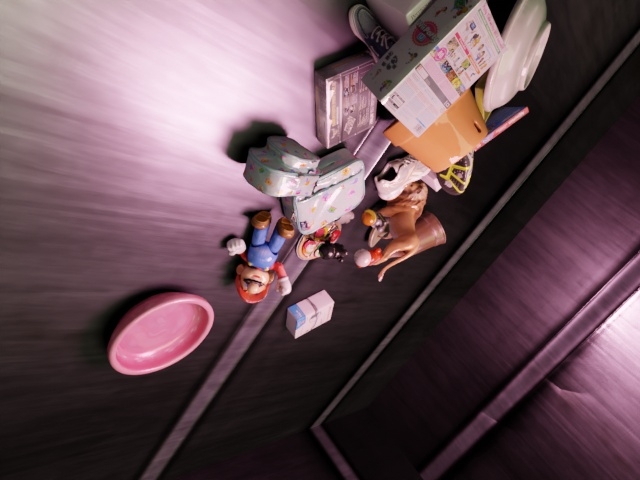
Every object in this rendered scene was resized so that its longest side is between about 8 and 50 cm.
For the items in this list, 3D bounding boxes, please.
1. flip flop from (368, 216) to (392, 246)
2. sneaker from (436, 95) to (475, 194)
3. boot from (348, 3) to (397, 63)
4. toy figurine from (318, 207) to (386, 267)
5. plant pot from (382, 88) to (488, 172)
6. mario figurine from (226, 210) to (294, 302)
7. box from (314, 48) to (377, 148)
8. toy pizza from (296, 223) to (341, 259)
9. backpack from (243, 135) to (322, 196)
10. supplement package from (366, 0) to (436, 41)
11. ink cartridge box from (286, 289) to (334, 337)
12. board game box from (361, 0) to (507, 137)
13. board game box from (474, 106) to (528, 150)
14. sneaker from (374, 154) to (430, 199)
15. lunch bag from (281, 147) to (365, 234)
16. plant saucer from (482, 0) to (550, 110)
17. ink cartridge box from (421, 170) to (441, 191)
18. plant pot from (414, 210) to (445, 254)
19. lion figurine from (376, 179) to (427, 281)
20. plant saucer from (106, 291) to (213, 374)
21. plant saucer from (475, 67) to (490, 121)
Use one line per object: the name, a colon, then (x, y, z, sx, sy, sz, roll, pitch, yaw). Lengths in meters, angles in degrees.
flip flop: (0.310, -0.061, 1.987, 0.277, 0.080, 0.112, -32, 147, -17)
sneaker: (0.511, -0.344, 1.732, 0.147, 0.145, 0.384, -29, 129, -33)
boot: (0.152, -0.510, 1.202, 0.069, 0.086, 0.190, -53, 127, -5)
toy figurine: (0.111, -0.016, 1.654, 0.148, 0.213, 0.209, 2, 99, -61)
plant pot: (0.365, -0.347, 1.455, 0.291, 0.203, 0.291, -41, -172, 7)
mario figurine: (-0.187, 0.081, 1.508, 0.170, 0.198, 0.320, -23, 142, -49)
box: (0.075, -0.392, 1.341, 0.183, 0.056, 0.230, -30, 146, -20)
toy pizza: (0.000, 0.000, 1.762, 0.201, 0.032, 0.201, -29, 147, -22)
backpack: (-0.105, -0.193, 1.278, 0.189, 0.166, 0.144, -17, 138, -42)
supplement package: (0.262, -0.563, 1.224, 0.177, 0.175, 0.293, -43, 149, 5)
ink cartridge box: (-0.046, 0.313, 2.049, 0.191, 0.082, 0.139, -23, 144, -27)
board game box: (0.279, -0.425, 1.160, 0.303, 0.097, 0.224, -43, 150, 17)
board game box: (0.651, -0.436, 1.859, 0.281, 0.145, 0.027, -35, 114, -11)
sneaker: (0.305, -0.262, 1.727, 0.262, 0.099, 0.121, -43, 145, -1)
lunch bag: (0.009, -0.155, 1.508, 0.279, 0.108, 0.224, -30, 147, -19)
plant saucer: (0.652, -0.604, 1.553, 0.400, 0.101, 0.400, -48, 153, -35)
ink cartridge box: (0.472, -0.285, 1.884, 0.143, 0.092, 0.090, -43, 148, -2)
plant pot: (0.434, -0.022, 2.115, 0.165, 0.166, 0.167, -27, 147, -8)
lion figurine: (0.301, -0.046, 1.785, 0.241, 0.391, 0.142, -14, 150, 19)
plant saucer: (-0.500, 0.277, 1.494, 0.332, 0.084, 0.332, -30, 147, -22)
plant saucer: (0.602, -0.548, 1.711, 0.188, 0.045, 0.188, -58, 151, -13)
